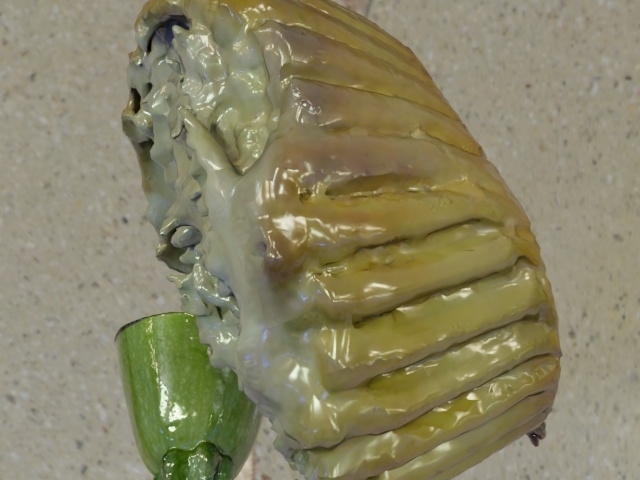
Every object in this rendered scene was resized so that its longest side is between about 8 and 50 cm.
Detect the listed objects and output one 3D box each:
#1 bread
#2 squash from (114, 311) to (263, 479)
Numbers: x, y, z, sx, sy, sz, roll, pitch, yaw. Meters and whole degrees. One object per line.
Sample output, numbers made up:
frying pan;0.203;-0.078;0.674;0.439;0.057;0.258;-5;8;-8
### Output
bread;0.000;0.000;0.543;0.149;0.274;0.274;-17;59;-14
squash;-0.072;0.119;0.680;0.105;0.105;0.132;-8;61;9
